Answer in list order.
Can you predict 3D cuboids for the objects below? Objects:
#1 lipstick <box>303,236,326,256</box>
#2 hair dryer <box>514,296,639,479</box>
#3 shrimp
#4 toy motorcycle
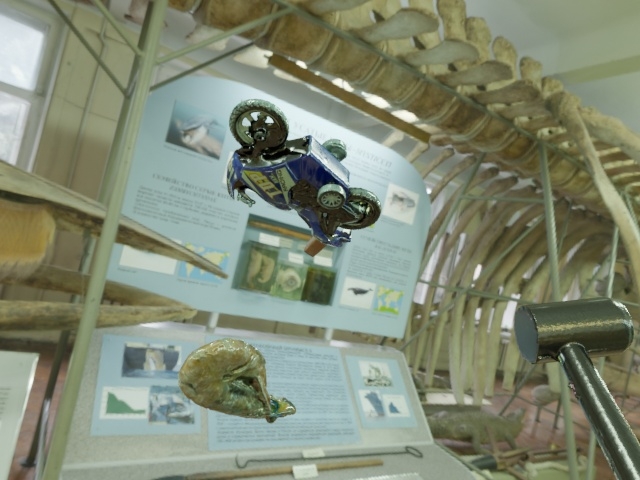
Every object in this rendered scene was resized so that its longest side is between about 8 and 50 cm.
[{"bbox_3d":[0.000,0.000,1.320,0.045,0.045,0.145,35,-38,-10],"label":"lipstick"},{"bbox_3d":[0.306,0.161,0.442,0.114,0.071,0.248,-8,36,6],"label":"hair dryer"},{"bbox_3d":[-0.229,0.431,1.252,0.446,0.221,0.110,48,-8,-39],"label":"shrimp"},{"bbox_3d":[-0.038,-0.086,0.661,0.168,0.113,0.315,-26,-46,33],"label":"toy motorcycle"}]
